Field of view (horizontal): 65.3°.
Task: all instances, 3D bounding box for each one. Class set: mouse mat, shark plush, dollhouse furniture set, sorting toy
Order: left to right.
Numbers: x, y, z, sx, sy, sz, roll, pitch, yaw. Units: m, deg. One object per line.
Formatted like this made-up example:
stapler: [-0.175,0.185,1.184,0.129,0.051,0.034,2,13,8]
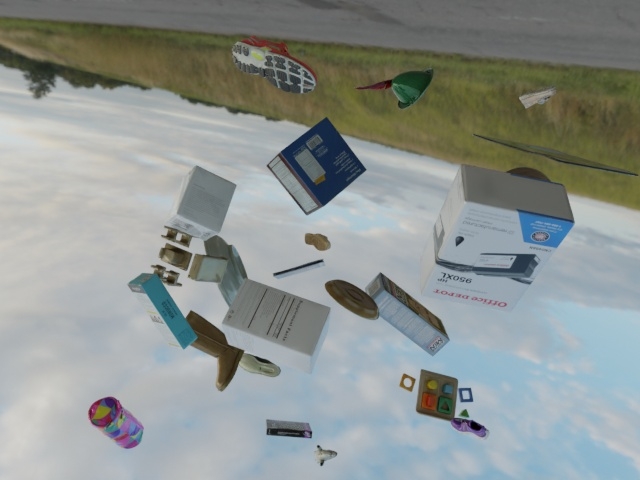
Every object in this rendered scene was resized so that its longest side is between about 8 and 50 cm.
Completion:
dollhouse furniture set: [-0.514,0.081,1.963,0.242,0.212,0.161,19,-179,26]
shark plush: [0.013,0.822,1.890,0.067,0.161,0.073,-4,-126,-18]
sorting toy: [0.508,0.667,2.155,0.348,0.195,0.047,16,153,-7]
mouse mat: [0.330,-0.125,0.719,0.153,0.007,0.189,4,-161,-22]

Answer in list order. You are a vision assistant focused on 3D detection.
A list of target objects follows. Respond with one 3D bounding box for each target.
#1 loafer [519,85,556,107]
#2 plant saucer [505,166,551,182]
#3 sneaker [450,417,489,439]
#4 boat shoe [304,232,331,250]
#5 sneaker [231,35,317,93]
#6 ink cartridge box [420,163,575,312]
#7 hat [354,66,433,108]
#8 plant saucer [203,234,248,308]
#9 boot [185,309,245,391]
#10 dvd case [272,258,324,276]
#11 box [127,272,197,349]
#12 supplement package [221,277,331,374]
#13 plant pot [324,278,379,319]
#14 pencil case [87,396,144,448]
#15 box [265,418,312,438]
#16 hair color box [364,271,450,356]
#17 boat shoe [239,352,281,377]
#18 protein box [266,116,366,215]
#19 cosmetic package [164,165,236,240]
loafer: [0.561,-0.366,1.280,0.045,0.039,0.125,-29,-167,-7]
plant saucer: [0.645,-0.093,1.586,0.278,0.277,0.041,8,-173,-15]
sneaker: [0.607,0.752,2.040,0.170,0.071,0.068,-2,-143,48]
boat shoe: [0.000,0.000,1.925,0.059,0.062,0.170,-5,-164,-29]
sneaker: [-0.117,-0.513,1.409,0.279,0.107,0.118,30,-123,16]
ink cartridge box: [0.472,0.009,1.412,0.286,0.394,0.166,11,-134,0]
hat: [0.279,-0.596,1.820,0.184,0.208,0.173,33,178,-22]
plant saucer: [-0.406,0.133,2.260,0.101,0.400,0.400,-21,-162,-1]
boot: [-0.445,0.430,1.942,0.270,0.089,0.236,33,-140,-12]
dvd case: [-0.089,0.124,2.153,0.222,0.018,0.164,-16,171,0]
box: [-0.475,0.213,1.503,0.101,0.244,0.060,-1,-148,46]
supplement package: [-0.133,0.271,1.577,0.293,0.177,0.175,18,-121,9]
plant pot: [0.124,0.211,1.857,0.236,0.032,0.236,28,-166,-8]
pencil case: [-0.627,0.568,1.549,0.105,0.236,0.104,-2,-127,2]
box: [-0.115,0.674,1.786,0.162,0.029,0.116,8,174,-6]
hair color box: [0.371,0.317,2.163,0.374,0.113,0.185,38,-163,-12]
boat shoe: [-0.307,0.614,2.459,0.233,0.083,0.079,17,178,10]
protein box: [-0.012,-0.221,1.513,0.200,0.201,0.136,-42,-171,-23]
cosmetic package: [-0.395,-0.120,1.646,0.152,0.183,0.151,26,158,-25]
